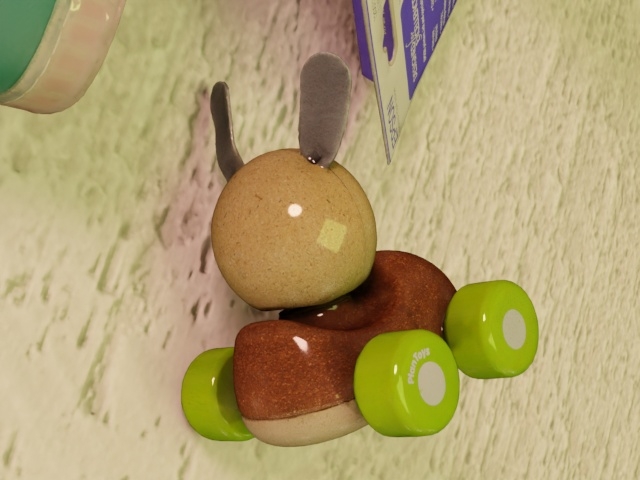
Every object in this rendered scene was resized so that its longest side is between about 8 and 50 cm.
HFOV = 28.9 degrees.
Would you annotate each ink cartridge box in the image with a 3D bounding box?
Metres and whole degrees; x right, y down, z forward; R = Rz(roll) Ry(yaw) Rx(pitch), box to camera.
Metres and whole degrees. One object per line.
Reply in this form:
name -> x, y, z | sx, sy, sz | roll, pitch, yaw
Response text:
ink cartridge box -> 0.050, -0.181, 0.694 | 0.206, 0.045, 0.208 | 75, 34, -62

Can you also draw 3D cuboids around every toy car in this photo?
toy car -> 0.000, 0.000, 0.650 | 0.149, 0.155, 0.188 | -25, 101, -47

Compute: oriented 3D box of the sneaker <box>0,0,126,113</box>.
sneaker -> -0.120, -0.203, 0.478 | 0.121, 0.108, 0.302 | 7, 98, -47
